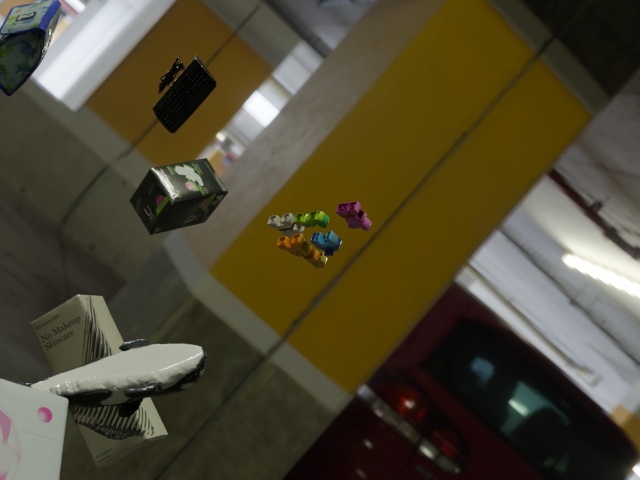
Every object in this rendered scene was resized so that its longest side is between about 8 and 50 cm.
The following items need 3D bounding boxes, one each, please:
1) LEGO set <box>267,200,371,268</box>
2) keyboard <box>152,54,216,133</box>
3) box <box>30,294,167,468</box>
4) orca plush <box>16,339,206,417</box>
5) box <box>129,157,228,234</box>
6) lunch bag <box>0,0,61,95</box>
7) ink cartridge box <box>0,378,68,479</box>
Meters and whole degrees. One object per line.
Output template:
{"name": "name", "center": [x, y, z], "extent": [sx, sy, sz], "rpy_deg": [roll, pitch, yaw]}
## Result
{"name": "LEGO set", "center": [0.000, 0.000, 1.992], "extent": [0.227, 0.087, 0.093], "rpy_deg": [-7, -37, 43]}
{"name": "keyboard", "center": [-0.291, -0.296, 2.137], "extent": [0.100, 0.192, 0.038], "rpy_deg": [52, 43, 3]}
{"name": "box", "center": [-0.373, 0.235, 1.790], "extent": [0.275, 0.113, 0.094], "rpy_deg": [61, 10, 12]}
{"name": "orca plush", "center": [-0.312, 0.243, 1.629], "extent": [0.151, 0.287, 0.102], "rpy_deg": [31, -46, 51]}
{"name": "box", "center": [-0.159, -0.050, 1.188], "extent": [0.083, 0.062, 0.052], "rpy_deg": [-15, 65, -45]}
{"name": "lunch bag", "center": [-0.518, -0.349, 1.856], "extent": [0.096, 0.151, 0.129], "rpy_deg": [41, 27, -26]}
{"name": "ink cartridge box", "center": [-0.462, 0.292, 1.211], "extent": [0.330, 0.071, 0.324], "rpy_deg": [24, 48, -33]}
